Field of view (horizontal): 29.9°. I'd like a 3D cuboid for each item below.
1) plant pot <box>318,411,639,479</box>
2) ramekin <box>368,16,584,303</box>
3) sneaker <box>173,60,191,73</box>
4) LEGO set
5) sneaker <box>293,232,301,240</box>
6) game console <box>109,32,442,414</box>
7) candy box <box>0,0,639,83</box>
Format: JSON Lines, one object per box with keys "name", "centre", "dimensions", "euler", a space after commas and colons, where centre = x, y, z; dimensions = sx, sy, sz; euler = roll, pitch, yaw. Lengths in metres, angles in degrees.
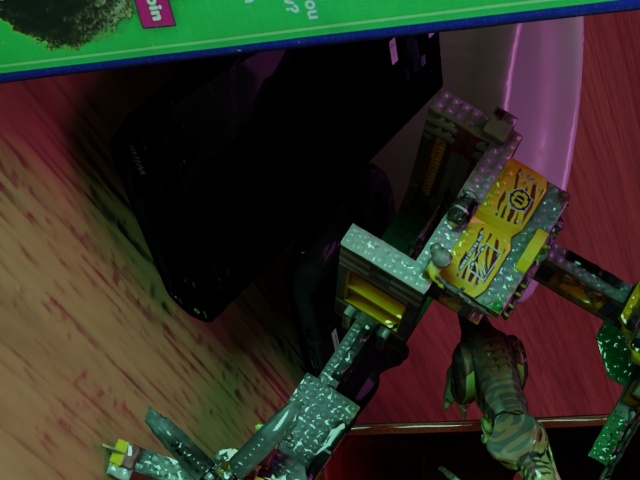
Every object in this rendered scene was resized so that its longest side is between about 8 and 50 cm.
{"name": "plant pot", "centre": [0.154, 0.253, 0.888], "dimensions": [0.236, 0.267, 0.267], "euler": [13, 74, -81]}
{"name": "ramekin", "centre": [0.107, -0.098, 0.912], "dimensions": [0.277, 0.135, 0.277], "euler": [8, 90, -69]}
{"name": "sneaker", "centre": [-0.039, -0.131, 0.716], "dimensions": [0.073, 0.063, 0.162], "euler": [57, 36, -54]}
{"name": "LEGO set", "centre": [0.078, 0.088, 0.613], "dimensions": [0.331, 0.255, 0.192], "euler": [-48, 170, -12]}
{"name": "sneaker", "centre": [0.011, -0.091, 0.762], "dimensions": [0.066, 0.071, 0.189], "euler": [-128, -138, -77]}
{"name": "game console", "centre": [0.000, 0.000, 0.730], "dimensions": [0.213, 0.044, 0.361], "euler": [-45, 147, -25]}
{"name": "candy box", "centre": [0.011, -0.180, 0.512], "dimensions": [0.268, 0.317, 0.122], "euler": [-59, 138, -54]}
